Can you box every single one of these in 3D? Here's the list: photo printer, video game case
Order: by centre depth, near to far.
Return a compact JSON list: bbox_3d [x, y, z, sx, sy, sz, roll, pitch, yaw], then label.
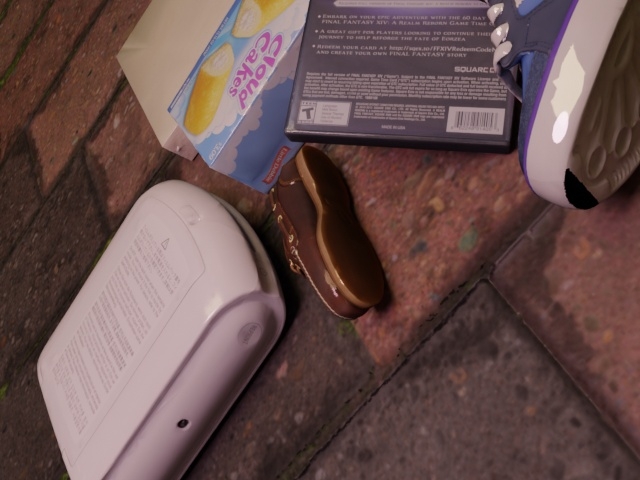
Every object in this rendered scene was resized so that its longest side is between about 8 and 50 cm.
[{"bbox_3d":[0.085,-0.213,0.697,0.196,0.026,0.274,5,73,15],"label":"video game case"},{"bbox_3d":[-0.174,0.097,0.832,0.308,0.107,0.256,-56,42,11],"label":"photo printer"}]

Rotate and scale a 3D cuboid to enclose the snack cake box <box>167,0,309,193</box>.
[{"bbox_3d":[-0.046,-0.204,0.854,0.264,0.089,0.152,-54,42,13],"label":"snack cake box"}]

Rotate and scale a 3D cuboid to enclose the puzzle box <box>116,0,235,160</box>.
[{"bbox_3d":[-0.114,-0.338,1.015,0.409,0.052,0.272,-51,43,17],"label":"puzzle box"}]

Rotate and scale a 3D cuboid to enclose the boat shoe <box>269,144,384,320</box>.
[{"bbox_3d":[0.000,0.000,0.726,0.073,0.073,0.207,-45,38,25],"label":"boat shoe"}]

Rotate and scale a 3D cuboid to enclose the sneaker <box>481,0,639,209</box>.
[{"bbox_3d":[0.150,-0.187,0.594,0.236,0.130,0.323,14,79,42],"label":"sneaker"}]
